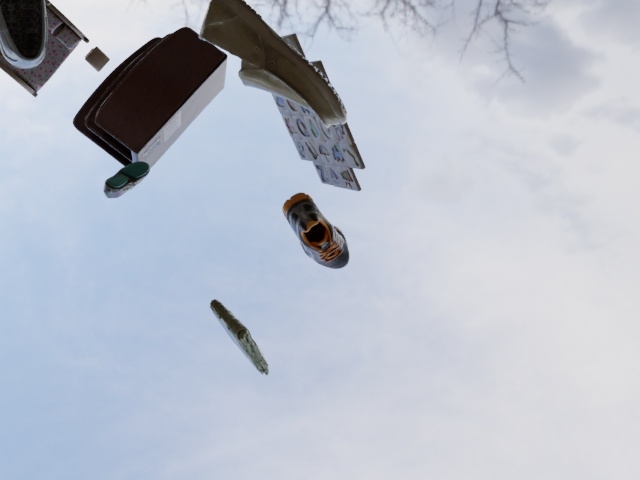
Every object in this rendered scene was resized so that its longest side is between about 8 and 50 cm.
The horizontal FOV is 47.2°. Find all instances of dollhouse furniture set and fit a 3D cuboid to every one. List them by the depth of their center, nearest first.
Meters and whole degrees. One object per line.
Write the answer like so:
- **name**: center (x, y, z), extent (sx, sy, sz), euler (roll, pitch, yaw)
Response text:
- **dollhouse furniture set**: center (-0.685, -0.410, 1.670), extent (0.303, 0.355, 0.174), euler (-51, -137, -5)

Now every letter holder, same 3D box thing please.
- **letter holder**: center (-0.382, -0.331, 1.605), extent (0.214, 0.152, 0.302), euler (37, -109, 1)

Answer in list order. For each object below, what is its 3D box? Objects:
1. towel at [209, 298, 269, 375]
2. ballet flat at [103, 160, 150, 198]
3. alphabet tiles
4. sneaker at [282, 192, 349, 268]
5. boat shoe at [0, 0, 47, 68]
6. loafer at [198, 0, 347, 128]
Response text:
- **towel**: center (-0.140, 0.169, 1.287), extent (0.027, 0.148, 0.110), euler (-39, -131, -13)
- **ballet flat**: center (-0.331, -0.100, 1.243), extent (0.041, 0.041, 0.114), euler (20, -150, 12)
- **alphabet tiles**: center (-0.022, -0.260, 1.520), extent (0.011, 0.342, 0.285), euler (-32, -158, -18)
- **sneaker**: center (0.000, 0.000, 1.421), extent (0.084, 0.215, 0.083), euler (-40, -135, 3)
- **boat shoe**: center (-0.390, -0.339, 0.946), extent (0.079, 0.227, 0.081), euler (-13, -164, -29)
- **loafer**: center (-0.072, -0.256, 1.093), extent (0.268, 0.102, 0.092), euler (43, -79, -3)
